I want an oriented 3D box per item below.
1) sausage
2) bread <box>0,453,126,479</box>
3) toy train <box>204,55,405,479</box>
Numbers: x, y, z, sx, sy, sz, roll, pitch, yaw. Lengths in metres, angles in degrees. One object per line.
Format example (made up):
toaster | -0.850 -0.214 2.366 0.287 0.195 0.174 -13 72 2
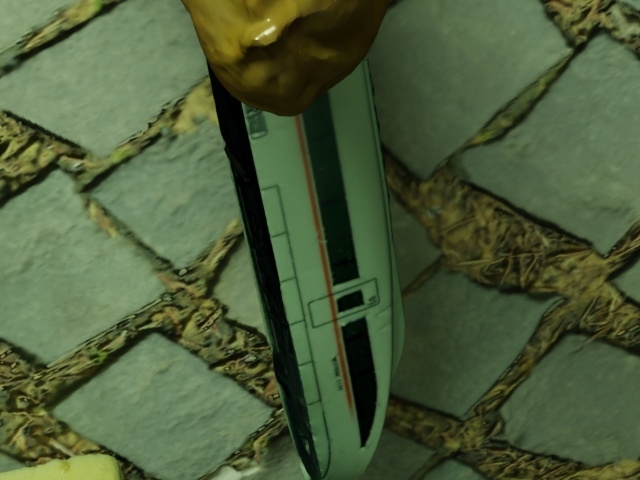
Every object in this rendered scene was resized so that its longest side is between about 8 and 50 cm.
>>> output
sausage | -0.037 -0.163 0.667 0.116 0.354 0.134 -8 127 -13
bread | -0.177 0.281 1.114 0.142 0.178 0.266 -33 140 -36
toy train | 0.000 0.000 0.977 0.088 0.086 0.407 -19 130 -12
